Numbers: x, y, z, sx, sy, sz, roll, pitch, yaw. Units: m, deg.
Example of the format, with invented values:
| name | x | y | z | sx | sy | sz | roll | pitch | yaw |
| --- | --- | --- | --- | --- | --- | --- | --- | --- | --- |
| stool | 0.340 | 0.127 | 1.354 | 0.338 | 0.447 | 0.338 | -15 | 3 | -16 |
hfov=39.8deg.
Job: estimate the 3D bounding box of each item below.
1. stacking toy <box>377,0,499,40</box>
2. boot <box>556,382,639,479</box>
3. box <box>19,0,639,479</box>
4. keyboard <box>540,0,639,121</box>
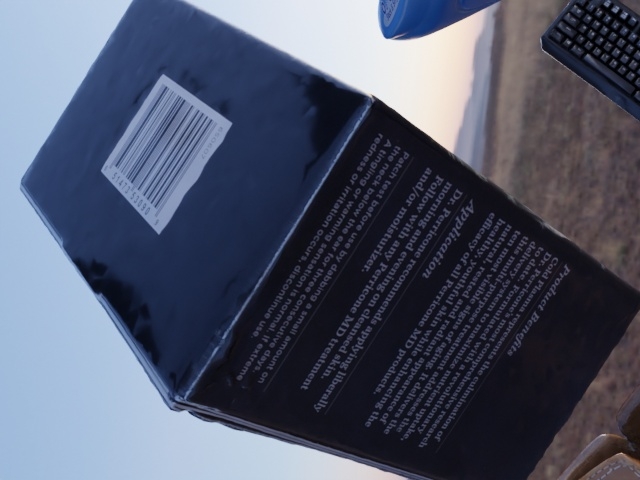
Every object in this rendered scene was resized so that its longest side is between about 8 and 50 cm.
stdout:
| name | x | y | z | sx | sy | sz | roll | pitch | yaw |
| --- | --- | --- | --- | --- | --- | --- | --- | --- | --- |
| stacking toy | 0.046 | -0.290 | 0.533 | 0.302 | 0.165 | 0.175 | 61 | 171 | 7 |
| boot | 0.191 | 0.204 | 0.416 | 0.283 | 0.220 | 0.109 | -55 | -8 | 3 |
| box | 0.000 | 0.000 | 0.975 | 0.471 | 0.480 | 0.297 | 30 | -84 | -41 |
| keyboard | 0.300 | -0.167 | 0.794 | 0.108 | 0.180 | 0.023 | -49 | -12 | -1 |
